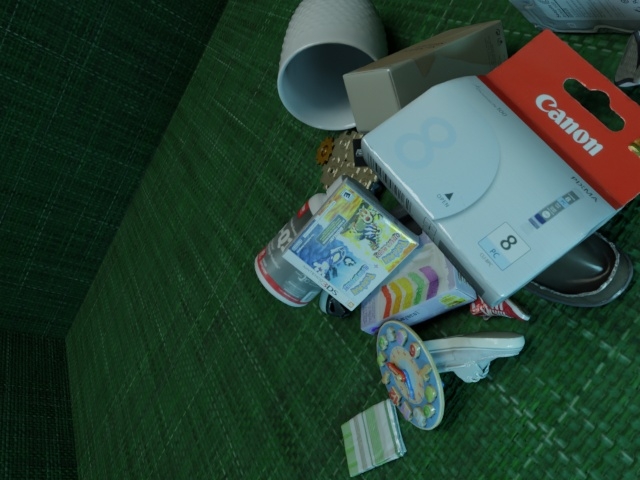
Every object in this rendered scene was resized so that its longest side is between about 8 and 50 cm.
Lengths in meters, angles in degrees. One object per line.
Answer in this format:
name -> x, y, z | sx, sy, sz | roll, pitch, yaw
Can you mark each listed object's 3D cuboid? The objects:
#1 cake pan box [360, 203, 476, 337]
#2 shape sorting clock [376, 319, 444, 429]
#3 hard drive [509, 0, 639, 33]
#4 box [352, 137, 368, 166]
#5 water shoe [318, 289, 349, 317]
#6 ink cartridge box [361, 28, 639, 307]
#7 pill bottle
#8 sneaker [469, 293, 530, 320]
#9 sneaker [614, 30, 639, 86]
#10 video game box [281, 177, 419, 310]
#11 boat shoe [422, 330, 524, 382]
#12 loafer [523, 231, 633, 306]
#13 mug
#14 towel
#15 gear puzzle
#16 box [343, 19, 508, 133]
cake pan box -> 0.188, 0.038, 1.070 | 0.245, 0.070, 0.267 | -29, 43, 40
shape sorting clock -> 0.159, 0.249, 0.977 | 0.206, 0.040, 0.206 | 52, 152, 44
hard drive -> 0.443, -0.417, 0.848 | 0.339, 0.237, 0.064 | 35, 101, 52
box -> 0.228, -0.183, 1.026 | 0.270, 0.216, 0.060 | 10, 109, 54
water shoe -> 0.067, 0.083, 1.243 | 0.080, 0.073, 0.203 | 19, 86, 26
ink cartridge box -> 0.303, -0.137, 0.781 | 0.385, 0.091, 0.308 | -37, 70, -2
pill bottle -> 0.000, 0.000, 1.157 | 0.283, 0.161, 0.161 | -46, 42, 21
sneaker -> 0.308, 0.122, 0.918 | 0.067, 0.042, 0.118 | -56, 30, 10
sneaker -> 0.540, -0.252, 0.778 | 0.226, 0.163, 0.086 | -55, -23, -61
video game box -> 0.057, 0.013, 1.040 | 0.205, 0.187, 0.048 | -49, 11, 23
boat shoe -> 0.258, 0.206, 0.924 | 0.227, 0.079, 0.081 | -20, 77, 49
loafer -> 0.305, -0.011, 0.855 | 0.366, 0.130, 0.134 | 30, 94, 34
mug -> 0.029, -0.476, 1.417 | 0.374, 0.276, 0.328 | 109, 167, -55
towel -> 0.104, 0.399, 1.065 | 0.152, 0.023, 0.113 | -42, 42, 35
gear puzzle -> 0.075, -0.201, 1.385 | 0.339, 0.044, 0.175 | 33, 101, 56
box -> 0.214, -0.321, 1.039 | 0.148, 0.311, 0.121 | 16, 131, 53
